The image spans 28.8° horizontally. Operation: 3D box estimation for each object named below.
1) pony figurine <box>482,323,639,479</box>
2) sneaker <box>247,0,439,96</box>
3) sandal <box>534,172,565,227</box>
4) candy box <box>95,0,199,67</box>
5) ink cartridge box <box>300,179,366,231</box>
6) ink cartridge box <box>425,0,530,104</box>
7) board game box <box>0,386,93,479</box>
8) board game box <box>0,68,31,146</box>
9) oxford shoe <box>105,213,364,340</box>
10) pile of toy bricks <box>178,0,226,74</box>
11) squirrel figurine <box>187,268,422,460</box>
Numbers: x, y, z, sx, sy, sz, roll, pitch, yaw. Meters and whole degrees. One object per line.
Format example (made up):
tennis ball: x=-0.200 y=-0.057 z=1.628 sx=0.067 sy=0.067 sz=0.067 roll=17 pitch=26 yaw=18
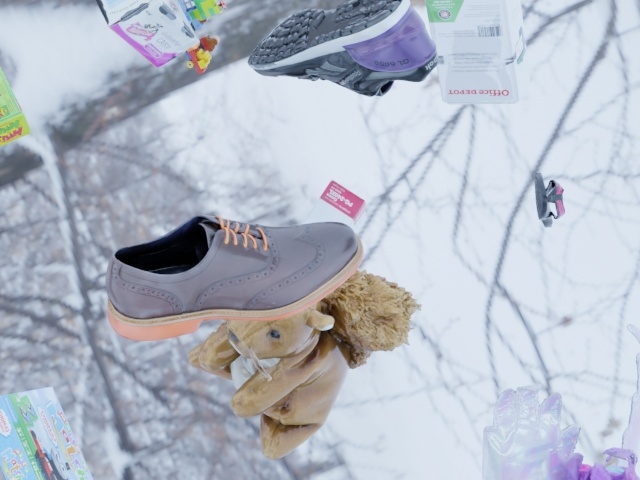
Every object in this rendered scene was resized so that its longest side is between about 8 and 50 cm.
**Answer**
pony figurine: x=0.331 y=0.316 z=1.433 sx=0.363 sy=0.302 sz=0.351 roll=37 pitch=128 yaw=43
sneaker: x=0.025 y=-0.223 z=1.572 sx=0.283 sy=0.107 sz=0.124 roll=-3 pitch=135 yaw=49
sandal: x=0.332 y=-0.057 z=1.792 sx=0.179 sy=0.040 sz=0.067 roll=29 pitch=-122 yaw=-73
candy box: x=-0.251 y=-0.346 z=1.544 sx=0.233 sy=0.071 sz=0.159 roll=61 pitch=-173 yaw=17
ink cartridge box: x=0.000 y=0.000 z=1.798 sx=0.063 sy=0.150 sz=0.109 roll=33 pitch=171 yaw=6
ink cartridge box: x=0.301 y=-0.375 z=2.361 sx=0.092 sy=0.160 sz=0.219 roll=-53 pitch=-41 yaw=-48
board game box: x=-0.340 y=0.262 z=1.521 sx=0.211 sy=0.039 sz=0.160 roll=52 pitch=-167 yaw=-85
board game box: x=-0.409 y=-0.182 z=1.422 sx=0.181 sy=0.092 sz=0.043 roll=59 pitch=168 yaw=24
oxford shoe: x=-0.080 y=0.021 z=1.239 sx=0.097 sy=0.271 sz=0.098 roll=-125 pitch=27 yaw=-42
pile of toy bricks: x=-0.228 y=-0.428 z=2.305 sx=0.212 sy=0.105 sz=0.118 roll=64 pitch=-159 yaw=-21
squirrel figurine: x=-0.030 y=0.150 z=2.255 sx=0.281 sy=0.396 sz=0.370 roll=54 pitch=159 yaw=29
